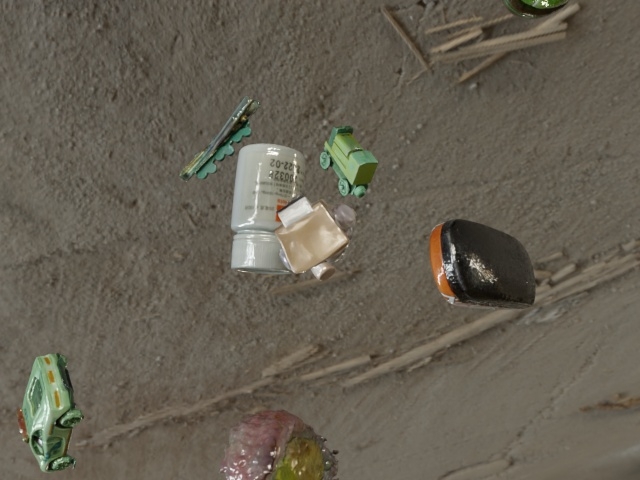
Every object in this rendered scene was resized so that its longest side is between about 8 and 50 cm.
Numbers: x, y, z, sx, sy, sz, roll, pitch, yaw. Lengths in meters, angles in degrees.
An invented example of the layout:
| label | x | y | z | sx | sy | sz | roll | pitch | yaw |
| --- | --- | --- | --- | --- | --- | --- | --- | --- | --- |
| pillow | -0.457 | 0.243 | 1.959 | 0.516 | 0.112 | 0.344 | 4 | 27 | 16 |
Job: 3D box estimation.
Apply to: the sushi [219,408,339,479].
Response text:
| label | x | y | z | sx | sy | sz | roll | pitch | yaw |
| --- | --- | --- | --- | --- | --- | --- | --- | --- | --- |
| sushi | -0.056 | 0.320 | 0.834 | 0.108 | 0.161 | 0.241 | -9 | -176 | 25 |

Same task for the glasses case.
| label | x | y | z | sx | sy | sz | roll | pitch | yaw |
| --- | --- | --- | --- | --- | --- | --- | --- | --- | --- |
| glasses case | 0.220 | 0.037 | 0.750 | 0.067 | 0.103 | 0.267 | -15 | 162 | 35 |

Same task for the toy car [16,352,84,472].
| label | x | y | z | sx | sy | sz | roll | pitch | yaw |
| --- | --- | --- | --- | --- | --- | --- | --- | --- | --- |
| toy car | -0.323 | 0.212 | 0.672 | 0.058 | 0.093 | 0.186 | -7 | 140 | -37 |

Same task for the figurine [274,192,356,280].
| label | x | y | z | sx | sy | sz | roll | pitch | yaw |
| --- | --- | --- | --- | --- | --- | --- | --- | --- | --- |
| figurine | -0.002 | -0.003 | 1.023 | 0.162 | 0.141 | 0.237 | -35 | 175 | 3 |

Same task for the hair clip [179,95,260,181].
| label | x | y | z | sx | sy | sz | roll | pitch | yaw |
| --- | --- | --- | --- | --- | --- | --- | --- | --- | --- |
| hair clip | -0.155 | -0.156 | 0.912 | 0.173 | 0.049 | 0.049 | -48 | 139 | 1 |

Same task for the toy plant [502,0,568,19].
| label | x | y | z | sx | sy | sz | roll | pitch | yaw |
| --- | --- | --- | --- | --- | --- | --- | --- | --- | --- |
| toy plant | 0.281 | -0.331 | 0.715 | 0.093 | 0.162 | 0.092 | 2 | 103 | 7 |

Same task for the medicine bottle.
| label | x | y | z | sx | sy | sz | roll | pitch | yaw |
| --- | --- | --- | --- | --- | --- | --- | --- | --- | --- |
| medicine bottle | -0.110 | -0.060 | 1.160 | 0.145 | 0.252 | 0.144 | 7 | 171 | 1 |

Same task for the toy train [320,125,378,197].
| label | x | y | z | sx | sy | sz | roll | pitch | yaw |
| --- | --- | --- | --- | --- | --- | --- | --- | --- | --- |
| toy train | 0.042 | -0.124 | 0.900 | 0.050 | 0.122 | 0.081 | -12 | 144 | -27 |
